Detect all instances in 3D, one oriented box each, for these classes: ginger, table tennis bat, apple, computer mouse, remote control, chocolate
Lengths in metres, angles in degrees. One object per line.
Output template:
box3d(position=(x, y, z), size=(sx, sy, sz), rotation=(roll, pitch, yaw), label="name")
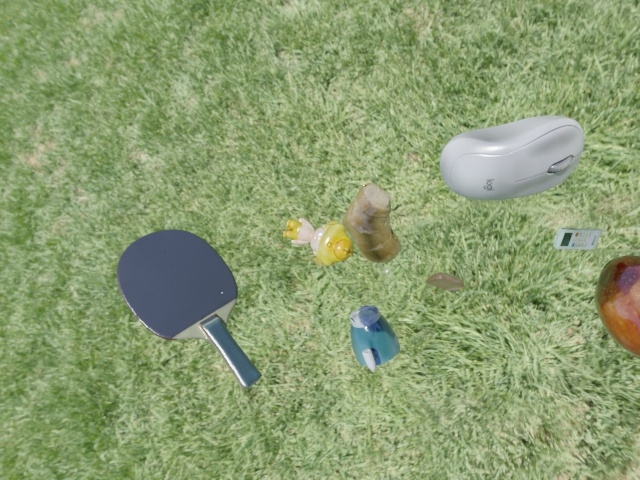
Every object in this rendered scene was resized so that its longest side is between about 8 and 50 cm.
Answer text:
box3d(position=(0.097, -0.025, 0.815), size=(0.095, 0.190, 0.069), rotation=(-27, 40, 3), label="ginger")
box3d(position=(-0.177, 0.095, 0.638), size=(0.274, 0.154, 0.021), rotation=(50, 143, 13), label="table tennis bat")
box3d(position=(0.676, 0.120, 0.894), size=(0.229, 0.230, 0.230), rotation=(-7, 73, 23), label="apple")
box3d(position=(0.413, -0.168, 0.968), size=(0.296, 0.184, 0.121), rotation=(-1, 46, 15), label="computer mouse")
box3d(position=(0.734, -0.005, 1.272), size=(0.029, 0.166, 0.065), rotation=(-129, 44, -60), label="remote control")
box3d(position=(0.315, 0.101, 1.129), size=(0.064, 0.100, 0.031), rotation=(-32, 47, 52), label="chocolate")

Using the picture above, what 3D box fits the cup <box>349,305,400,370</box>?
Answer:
box3d(position=(0.183, 0.332, 1.598), size=(0.167, 0.300, 0.173), rotation=(-15, 107, 16), label="cup")

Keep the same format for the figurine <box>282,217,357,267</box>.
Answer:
box3d(position=(0.000, 0.000, 1.436), size=(0.246, 0.131, 0.156), rotation=(24, 98, 15), label="figurine")
